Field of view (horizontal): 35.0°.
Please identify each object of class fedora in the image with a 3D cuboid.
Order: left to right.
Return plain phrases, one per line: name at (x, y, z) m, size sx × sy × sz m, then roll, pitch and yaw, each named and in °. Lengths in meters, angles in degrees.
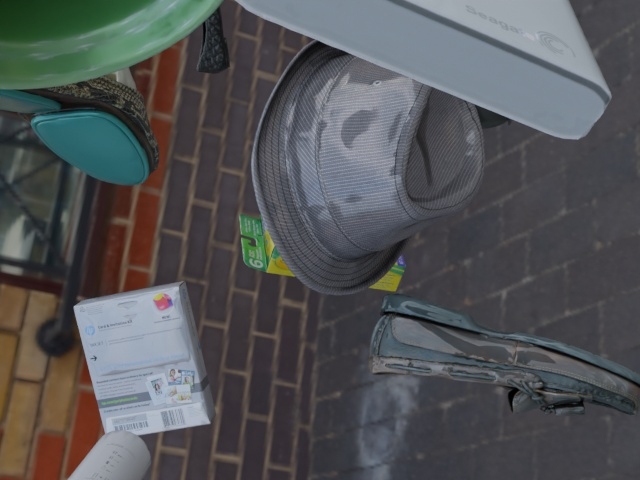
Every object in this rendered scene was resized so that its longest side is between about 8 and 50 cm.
fedora at (0.069, -0.082, 0.953) m, size 0.124 × 0.244 × 0.275 m, roll -4°, pitch 28°, yaw 36°

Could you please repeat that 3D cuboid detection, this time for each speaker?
speaker at (-0.189, 0.213, 0.870) m, size 0.136 × 0.055 × 0.055 m, roll -65°, pitch -5°, yaw -75°

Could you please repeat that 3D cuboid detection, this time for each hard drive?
hard drive at (0.050, -0.195, 0.615) m, size 0.307 × 0.203 × 0.040 m, roll -93°, pitch 28°, yaw -49°

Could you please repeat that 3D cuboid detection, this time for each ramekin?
ramekin at (-0.240, -0.277, 0.931) m, size 0.303 × 0.303 × 0.148 m, roll -40°, pitch 67°, yaw 56°

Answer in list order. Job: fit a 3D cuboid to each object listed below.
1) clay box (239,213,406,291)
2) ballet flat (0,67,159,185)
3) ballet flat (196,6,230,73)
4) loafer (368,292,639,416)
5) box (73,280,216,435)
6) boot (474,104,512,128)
clay box at (0.000, 0.000, 1.435) m, size 0.127 × 0.222 × 0.053 m, roll -103°, pitch 28°, yaw -52°
ballet flat at (-0.336, -0.213, 1.290) m, size 0.483 × 0.164 × 0.182 m, roll 31°, pitch -119°, yaw -67°
ballet flat at (-0.160, -0.307, 1.390) m, size 0.057 × 0.049 × 0.173 m, roll -110°, pitch 10°, yaw -58°
loafer at (0.176, 0.130, 0.983) m, size 0.096 × 0.267 × 0.084 m, roll 69°, pitch -139°, yaw -71°
box at (-0.228, 0.157, 1.320) m, size 0.038 × 0.145 × 0.186 m, roll -63°, pitch -39°, yaw -77°
boot at (0.133, -0.184, 1.227) m, size 0.137 × 0.198 × 0.077 m, roll 66°, pitch -144°, yaw -50°
